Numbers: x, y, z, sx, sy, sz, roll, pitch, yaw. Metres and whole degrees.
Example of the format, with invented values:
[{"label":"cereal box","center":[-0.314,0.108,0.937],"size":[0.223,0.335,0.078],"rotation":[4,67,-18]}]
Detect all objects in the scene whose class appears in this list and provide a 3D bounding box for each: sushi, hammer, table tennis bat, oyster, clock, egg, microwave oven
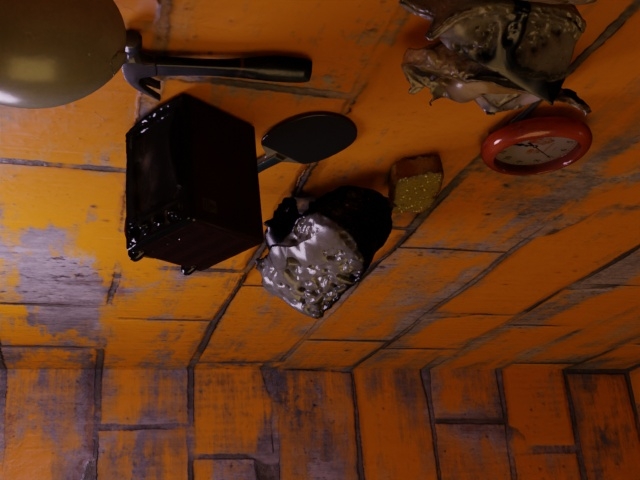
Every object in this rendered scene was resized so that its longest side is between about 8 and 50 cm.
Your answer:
[{"label":"sushi","center":[0.000,0.000,1.707],"size":[0.234,0.207,0.348],"rotation":[42,142,-5]},{"label":"hammer","center":[-0.155,-0.261,1.242],"size":[0.289,0.037,0.137],"rotation":[0,157,-11]},{"label":"table tennis bat","center":[-0.056,-0.171,1.512],"size":[0.274,0.021,0.154],"rotation":[-23,152,34]},{"label":"sushi","center":[0.249,-0.311,1.113],"size":[0.273,0.134,0.109],"rotation":[21,137,-20]},{"label":"oyster","center":[0.281,-0.248,1.269],"size":[0.275,0.100,0.271],"rotation":[1,170,17]},{"label":"clock","center":[0.405,-0.179,1.528],"size":[0.205,0.051,0.205],"rotation":[-3,160,-1]},{"label":"egg","center":[-0.368,-0.258,1.008],"size":[0.253,0.187,0.186],"rotation":[5,157,-10]},{"label":"microwave oven","center":[-0.226,-0.094,1.378],"size":[0.178,0.247,0.188],"rotation":[-26,151,37]}]

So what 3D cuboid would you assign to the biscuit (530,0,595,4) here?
[{"label":"biscuit","center":[0.205,-0.323,0.939],"size":[0.259,0.079,0.259],"rotation":[6,-163,-2]}]

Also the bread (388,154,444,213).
[{"label":"bread","center":[0.190,-0.114,1.640],"size":[0.103,0.065,0.187],"rotation":[-2,160,-1]}]

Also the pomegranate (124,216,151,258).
[{"label":"pomegranate","center":[-0.339,-0.036,1.691],"size":[0.129,0.159,0.129],"rotation":[2,119,4]}]
